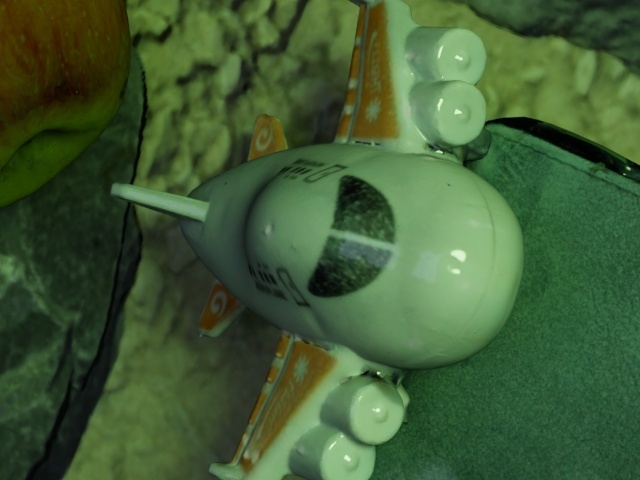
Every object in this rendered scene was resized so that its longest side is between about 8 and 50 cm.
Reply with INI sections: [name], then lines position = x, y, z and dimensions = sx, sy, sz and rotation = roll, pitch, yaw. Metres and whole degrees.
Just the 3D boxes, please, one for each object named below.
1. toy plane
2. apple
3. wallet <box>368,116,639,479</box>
[toy plane]
position = 0.000, 0.000, 0.946
dimensions = 0.245, 0.117, 0.244
rotation = -31, 51, 46
[apple]
position = -0.198, -0.105, 1.053
dimensions = 0.196, 0.196, 0.196
rotation = -2, 85, 28
[wallet]
position = 0.090, 0.141, 0.960
dimensions = 0.191, 0.046, 0.379
rotation = 26, 100, 29
